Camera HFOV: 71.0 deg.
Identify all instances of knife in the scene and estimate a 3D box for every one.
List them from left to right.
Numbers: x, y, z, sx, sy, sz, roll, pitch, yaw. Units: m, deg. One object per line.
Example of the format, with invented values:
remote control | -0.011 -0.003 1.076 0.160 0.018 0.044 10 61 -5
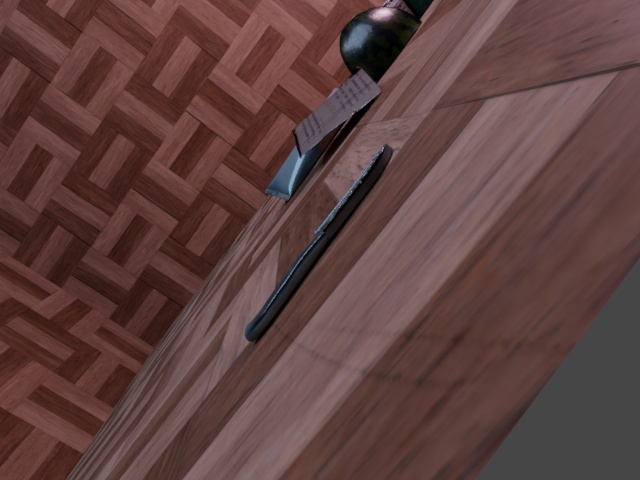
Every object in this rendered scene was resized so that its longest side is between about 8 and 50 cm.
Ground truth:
knife | -0.001 0.000 0.388 0.210 0.015 0.028 -53 5 -1

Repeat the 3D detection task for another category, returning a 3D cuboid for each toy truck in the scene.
toy truck | 0.231 -0.638 1.208 0.253 0.114 0.124 -58 22 -21

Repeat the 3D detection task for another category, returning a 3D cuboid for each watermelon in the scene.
watermelon | 0.141 -0.468 1.047 0.137 0.193 0.145 -7 -17 -33

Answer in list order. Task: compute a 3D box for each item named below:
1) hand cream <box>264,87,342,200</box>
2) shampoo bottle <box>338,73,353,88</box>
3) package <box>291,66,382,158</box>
hand cream | -0.021 -0.231 1.110 0.111 0.070 0.312 25 80 49
shampoo bottle | 0.083 -0.402 1.220 0.208 0.063 0.057 -53 20 -9
package | 0.027 -0.271 0.945 0.204 0.062 0.251 -41 17 15
